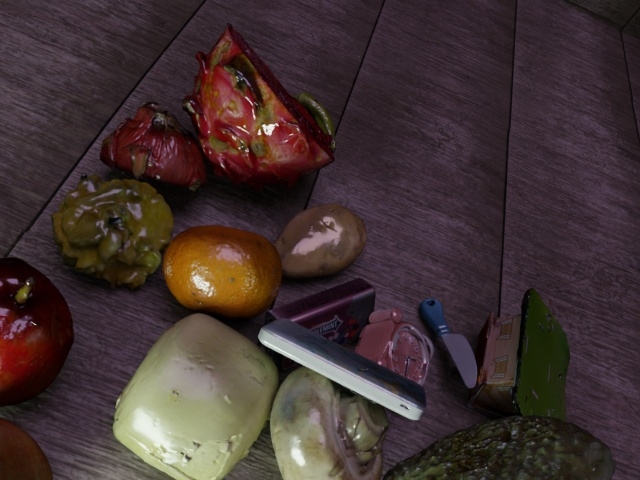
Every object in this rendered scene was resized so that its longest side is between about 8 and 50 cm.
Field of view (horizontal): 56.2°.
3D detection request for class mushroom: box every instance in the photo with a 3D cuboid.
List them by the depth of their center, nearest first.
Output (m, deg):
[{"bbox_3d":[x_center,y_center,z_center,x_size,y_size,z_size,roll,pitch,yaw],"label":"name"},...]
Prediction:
[{"bbox_3d":[0.021,0.321,1.001,0.255,0.184,0.255,45,19,-20],"label":"mushroom"}]

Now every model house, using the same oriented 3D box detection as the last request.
[{"bbox_3d":[0.405,0.277,1.261,0.207,0.154,0.294,49,44,-26],"label":"model house"}]

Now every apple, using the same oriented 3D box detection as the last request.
[{"bbox_3d":[-0.469,0.332,0.807,0.188,0.188,0.174,-31,66,-36],"label":"apple"}]

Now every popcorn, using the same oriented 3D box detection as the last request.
[{"bbox_3d":[-0.381,-0.020,1.116,0.218,0.169,0.189,-5,56,-18],"label":"popcorn"}]

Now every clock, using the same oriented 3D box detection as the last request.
[{"bbox_3d":[0.148,0.235,1.181,0.162,0.092,0.166,43,50,-26],"label":"clock"}]

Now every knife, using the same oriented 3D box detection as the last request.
[{"bbox_3d":[0.276,0.208,1.253,0.058,0.032,0.244,-10,39,-15],"label":"knife"}]

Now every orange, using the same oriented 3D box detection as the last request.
[{"bbox_3d":[-0.182,0.062,1.113,0.224,0.224,0.170,10,79,-15],"label":"orange"}]

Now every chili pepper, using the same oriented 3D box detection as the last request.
[{"bbox_3d":[0.001,-0.322,1.583,0.049,0.043,0.208,-14,61,-44],"label":"chili pepper"}]

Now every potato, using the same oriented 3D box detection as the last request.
[{"bbox_3d":[-0.003,-0.003,1.286,0.234,0.128,0.161,-9,55,-21],"label":"potato"}]

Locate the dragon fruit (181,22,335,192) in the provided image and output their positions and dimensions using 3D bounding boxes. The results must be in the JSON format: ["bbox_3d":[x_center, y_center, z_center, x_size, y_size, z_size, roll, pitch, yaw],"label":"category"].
[{"bbox_3d":[-0.153,-0.261,1.313,0.371,0.249,0.386,46,11,-39],"label":"dragon fruit"}]

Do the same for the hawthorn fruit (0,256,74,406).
[{"bbox_3d":[-0.478,0.126,0.898,0.210,0.266,0.230,-18,77,-44],"label":"hawthorn fruit"}]

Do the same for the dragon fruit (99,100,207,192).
[{"bbox_3d":[-0.326,-0.202,1.226,0.218,0.148,0.224,14,9,-19],"label":"dragon fruit"}]

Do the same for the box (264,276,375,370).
[{"bbox_3d":[0.003,0.160,1.171,0.224,0.120,0.069,-18,34,-30],"label":"box"}]

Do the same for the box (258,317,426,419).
[{"bbox_3d":[0.039,0.205,0.983,0.285,0.142,0.044,25,92,8],"label":"box"}]

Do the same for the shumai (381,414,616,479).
[{"bbox_3d":[0.300,0.475,0.945,0.324,0.397,0.323,-22,88,-54],"label":"shumai"}]

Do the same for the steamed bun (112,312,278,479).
[{"bbox_3d":[-0.188,0.249,0.996,0.232,0.166,0.273,32,49,5],"label":"steamed bun"}]
